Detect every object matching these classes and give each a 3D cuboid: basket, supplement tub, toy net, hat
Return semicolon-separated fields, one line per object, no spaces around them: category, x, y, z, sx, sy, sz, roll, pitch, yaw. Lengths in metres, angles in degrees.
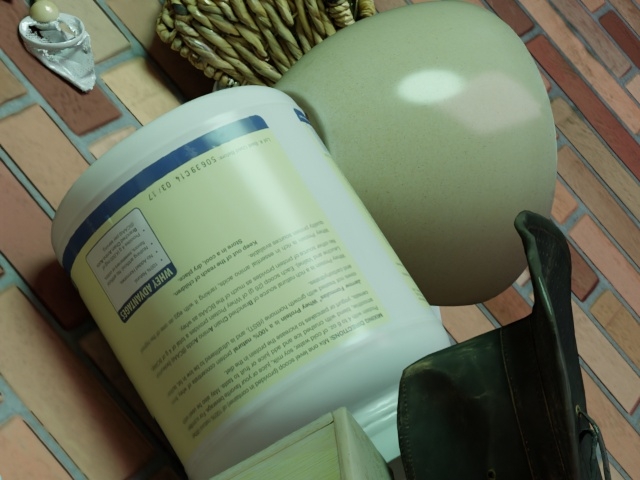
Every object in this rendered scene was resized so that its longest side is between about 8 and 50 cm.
basket;-0.012;-0.277;1.961;0.213;0.223;0.299;36;22;-15
supplement tub;-0.043;0.066;1.544;0.235;0.235;0.325;-8;62;-56
toy net;-0.280;-0.237;1.781;0.232;0.045;0.122;53;29;7
hat;0.127;0.150;1.319;0.331;0.134;0.331;-11;90;-78

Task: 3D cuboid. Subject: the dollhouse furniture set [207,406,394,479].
dollhouse furniture set;0.015;0.351;1.330;0.394;0.256;0.362;55;14;-27

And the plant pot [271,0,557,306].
plant pot;0.046;-0.075;1.736;0.191;0.284;0.284;-4;57;-36

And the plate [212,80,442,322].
plate;0.000;0.000;1.877;0.277;0.045;0.278;29;35;-30

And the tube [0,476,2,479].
tube;-0.274;0.190;1.285;0.207;0.052;0.080;9;58;-57
